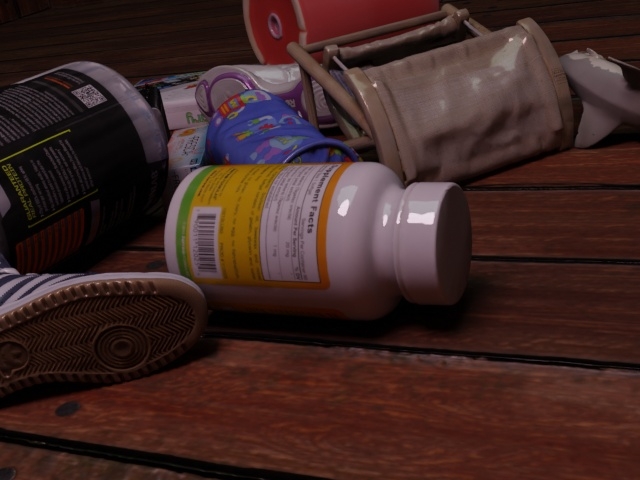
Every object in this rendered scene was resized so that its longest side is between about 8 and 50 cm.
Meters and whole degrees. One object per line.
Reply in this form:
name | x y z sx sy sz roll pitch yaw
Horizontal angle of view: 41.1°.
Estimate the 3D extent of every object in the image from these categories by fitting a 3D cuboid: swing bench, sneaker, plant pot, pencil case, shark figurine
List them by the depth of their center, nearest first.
sneaker | -0.240 0.061 0.767 0.282 0.099 0.153 -15 26 0
pencil case | -0.042 -0.091 0.990 0.133 0.119 0.306 -23 26 -11
shark figurine | 0.332 -0.170 1.039 0.166 0.116 0.278 14 18 -33
swing bench | 0.130 -0.178 1.055 0.253 0.165 0.255 -19 25 -19
sneaker | -0.050 -0.216 1.326 0.305 0.114 0.152 6 15 26
plant pot | 0.020 -0.387 1.434 0.243 0.274 0.275 -22 26 -28

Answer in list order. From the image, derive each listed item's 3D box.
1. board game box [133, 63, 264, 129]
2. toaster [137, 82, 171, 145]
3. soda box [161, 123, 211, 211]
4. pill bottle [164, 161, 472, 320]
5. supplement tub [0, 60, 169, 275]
board game box | -0.211 -0.252 1.509 0.305 0.053 0.193 -4 25 16
toaster | -0.310 -0.155 1.265 0.168 0.110 0.185 -14 24 -6
soda box | -0.174 -0.101 1.150 0.063 0.058 0.183 -10 25 4
pill bottle | 0.000 0.000 0.748 0.246 0.136 0.136 1 27 26
supplement tub | -0.348 -0.058 0.946 0.207 0.207 0.338 5 28 33
